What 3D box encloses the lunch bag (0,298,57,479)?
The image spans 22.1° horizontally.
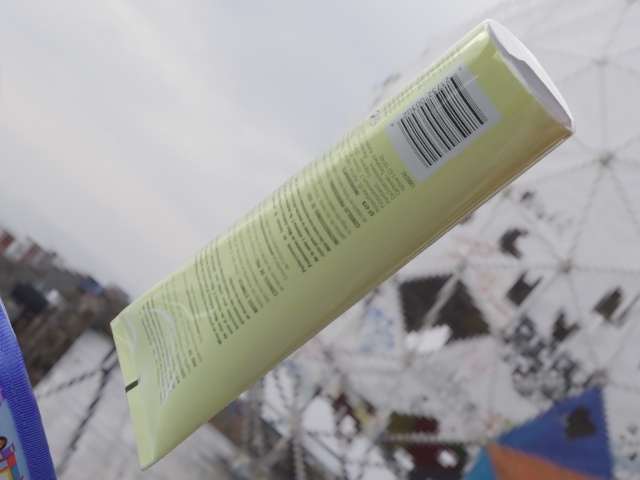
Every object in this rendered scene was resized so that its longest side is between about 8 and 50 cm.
[{"bbox_3d":[-0.225,0.141,0.719,0.138,0.221,0.293,58,-21,26],"label":"lunch bag"}]

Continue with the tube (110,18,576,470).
[{"bbox_3d":[0.000,0.000,0.718,0.062,0.240,0.070,51,17,-2],"label":"tube"}]
